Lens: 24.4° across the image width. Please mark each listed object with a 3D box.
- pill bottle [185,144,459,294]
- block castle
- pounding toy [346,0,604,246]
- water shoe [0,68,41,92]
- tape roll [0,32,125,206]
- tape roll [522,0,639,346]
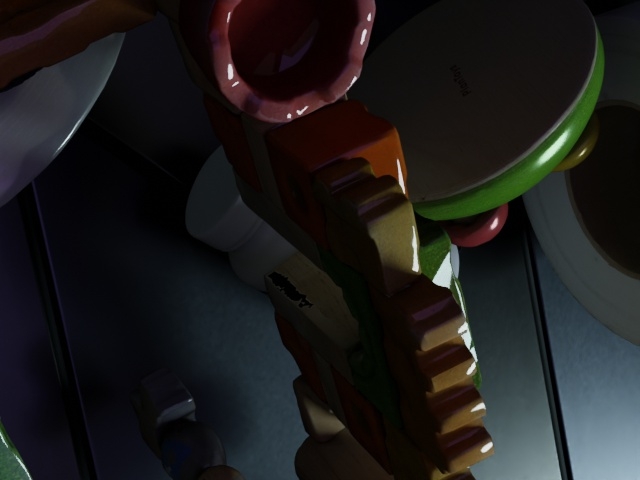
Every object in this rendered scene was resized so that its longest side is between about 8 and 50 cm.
[{"bbox_3d":[0.000,0.000,0.962,0.169,0.094,0.094,27,78,-30],"label":"pill bottle"},{"bbox_3d":[-0.073,0.083,0.765,0.303,0.213,0.453,-28,124,-17],"label":"block castle"},{"bbox_3d":[0.115,-0.084,0.952,0.110,0.183,0.237,51,41,-37],"label":"pounding toy"},{"bbox_3d":[-0.149,-0.163,0.810,0.080,0.073,0.203,40,72,3],"label":"water shoe"},{"bbox_3d":[-0.285,-0.179,0.796,0.392,0.072,0.392,-2,94,-31],"label":"tape roll"},{"bbox_3d":[0.277,-0.059,1.041,0.169,0.246,0.246,-22,103,-29],"label":"tape roll"}]
